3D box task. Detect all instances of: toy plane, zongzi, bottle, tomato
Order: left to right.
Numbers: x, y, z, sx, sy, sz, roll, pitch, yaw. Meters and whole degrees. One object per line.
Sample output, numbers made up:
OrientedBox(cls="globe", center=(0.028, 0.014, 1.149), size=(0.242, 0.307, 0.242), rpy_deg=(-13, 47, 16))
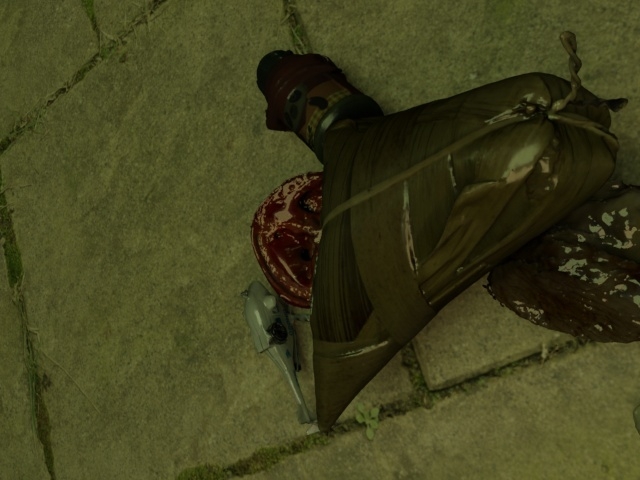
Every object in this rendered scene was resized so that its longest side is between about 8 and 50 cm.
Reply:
OrientedBox(cls="toy plane", center=(-0.072, 0.202, 1.205), size=(0.182, 0.107, 0.273), rpy_deg=(-10, 83, 40))
OrientedBox(cls="bottle", center=(-0.017, -0.230, 1.188), size=(0.156, 0.143, 0.271), rpy_deg=(-42, 51, -2))
OrientedBox(cls="tomato", center=(0.002, 0.003, 1.178), size=(0.228, 0.101, 0.228), rpy_deg=(-4, 81, 26))
OrientedBox(cls="zongzi", center=(0.181, 0.042, 0.873), size=(0.500, 0.218, 0.466), rpy_deg=(-6, 78, 54))

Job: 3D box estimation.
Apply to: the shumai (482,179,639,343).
OrientedBox(cls="shumai", center=(0.362, 0.025, 0.903), size=(0.185, 0.184, 0.218), rpy_deg=(-50, 16, -26))

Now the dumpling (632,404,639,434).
OrientedBox(cls="dumpling", center=(0.468, 0.227, 0.805), size=(0.155, 0.111, 0.181), rpy_deg=(-32, 53, -6))
